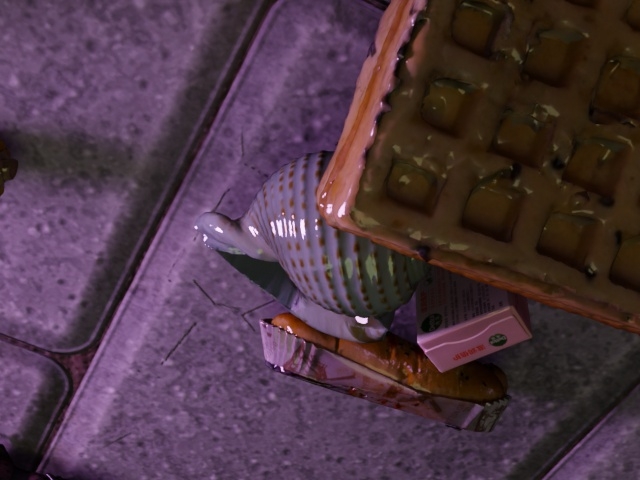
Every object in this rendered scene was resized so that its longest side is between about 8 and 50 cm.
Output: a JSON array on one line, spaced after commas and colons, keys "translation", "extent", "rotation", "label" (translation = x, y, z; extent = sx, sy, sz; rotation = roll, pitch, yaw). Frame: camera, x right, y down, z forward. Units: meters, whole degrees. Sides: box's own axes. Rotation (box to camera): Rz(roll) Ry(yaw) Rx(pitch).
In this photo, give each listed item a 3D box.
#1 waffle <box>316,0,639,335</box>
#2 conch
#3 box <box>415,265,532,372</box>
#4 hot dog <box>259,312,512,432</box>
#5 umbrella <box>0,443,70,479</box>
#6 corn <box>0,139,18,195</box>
[{"translation": [0.212, -0.074, 0.745], "extent": [0.376, 0.114, 0.261], "rotation": [19, 91, -12], "label": "waffle"}, {"translation": [0.008, -0.008, 0.867], "extent": [0.200, 0.131, 0.172], "rotation": [28, 166, 25], "label": "conch"}, {"translation": [0.130, 0.044, 0.902], "extent": [0.089, 0.125, 0.043], "rotation": [-24, 124, 23], "label": "box"}, {"translation": [0.061, 0.120, 0.980], "extent": [0.252, 0.131, 0.069], "rotation": [17, 86, -6], "label": "hot dog"}, {"translation": [-0.360, 0.276, 1.147], "extent": [0.326, 0.090, 0.094], "rotation": [23, 130, -13], "label": "umbrella"}, {"translation": [-0.362, -0.067, 0.884], "extent": [0.207, 0.068, 0.068], "rotation": [4, 129, 0], "label": "corn"}]
